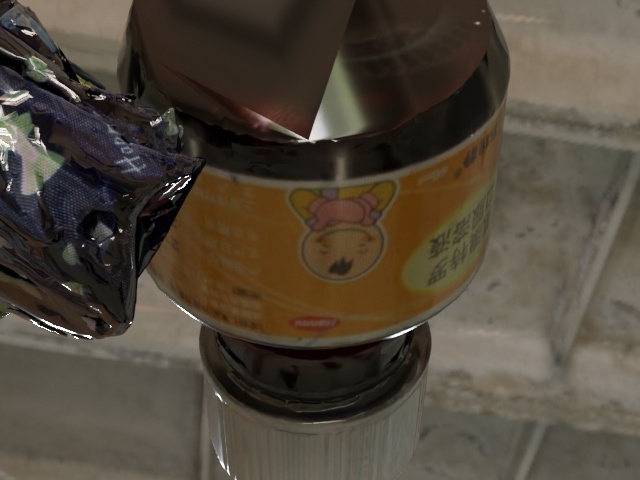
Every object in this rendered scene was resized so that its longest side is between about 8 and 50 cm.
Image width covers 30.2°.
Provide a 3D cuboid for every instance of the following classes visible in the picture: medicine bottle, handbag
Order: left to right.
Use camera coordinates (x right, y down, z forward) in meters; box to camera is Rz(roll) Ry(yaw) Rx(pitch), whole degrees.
[{"bbox_3d":[-0.138,-0.036,0.494,0.162,0.113,0.260,28,-7,-9],"label":"handbag"},{"bbox_3d":[0.000,0.000,0.808,0.242,0.242,0.395,-3,-44,1],"label":"medicine bottle"}]

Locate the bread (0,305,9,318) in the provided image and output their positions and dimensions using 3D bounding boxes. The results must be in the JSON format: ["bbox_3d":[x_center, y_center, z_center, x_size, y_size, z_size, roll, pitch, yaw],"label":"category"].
[{"bbox_3d":[-0.319,0.011,1.153,0.130,0.139,0.071,20,-7,21],"label":"bread"}]
